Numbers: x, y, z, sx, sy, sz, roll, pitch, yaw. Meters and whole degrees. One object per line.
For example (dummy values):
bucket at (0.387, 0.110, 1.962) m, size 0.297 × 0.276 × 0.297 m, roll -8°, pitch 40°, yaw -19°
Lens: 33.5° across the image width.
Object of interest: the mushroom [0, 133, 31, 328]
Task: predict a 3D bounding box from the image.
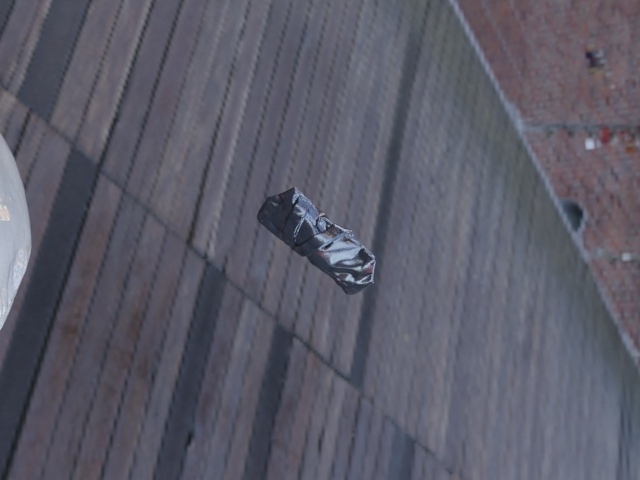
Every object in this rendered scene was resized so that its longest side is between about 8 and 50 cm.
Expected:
mushroom at (-0.246, -0.038, 0.688) m, size 0.097 × 0.088 × 0.212 m, roll -35°, pitch 114°, yaw -59°

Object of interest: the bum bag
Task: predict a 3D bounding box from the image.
bum bag at (-0.001, 0.001, 0.974) m, size 0.124 × 0.058 × 0.034 m, roll 36°, pitch 37°, yaw -3°
